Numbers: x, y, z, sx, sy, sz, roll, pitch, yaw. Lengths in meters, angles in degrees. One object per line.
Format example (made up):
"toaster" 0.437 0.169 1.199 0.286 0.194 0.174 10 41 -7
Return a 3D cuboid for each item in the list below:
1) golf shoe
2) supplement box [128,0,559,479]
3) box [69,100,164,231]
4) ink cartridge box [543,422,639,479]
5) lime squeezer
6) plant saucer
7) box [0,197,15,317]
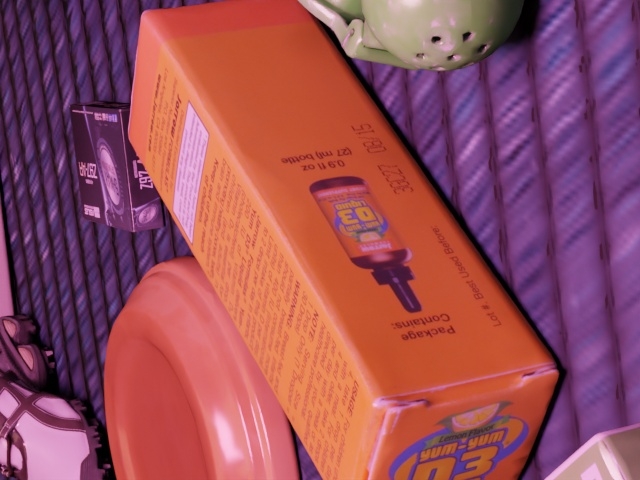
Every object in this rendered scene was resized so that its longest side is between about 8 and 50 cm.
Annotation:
"golf shoe" -0.198 0.125 1.190 0.198 0.094 0.077 44 136 49
"supplement box" 0.000 0.000 0.744 0.233 0.078 0.080 57 147 40
"box" -0.112 -0.042 1.031 0.083 0.018 0.067 14 111 63
"ink cartridge box" 0.109 0.085 0.509 0.062 0.109 0.209 68 153 21
"lime squeezer" 0.024 -0.115 0.675 0.310 0.059 0.109 9 108 65
"plant saucer" -0.068 0.109 0.976 0.200 0.037 0.200 35 130 57
"box" -0.296 -0.021 1.306 0.148 0.121 0.311 14 112 62
